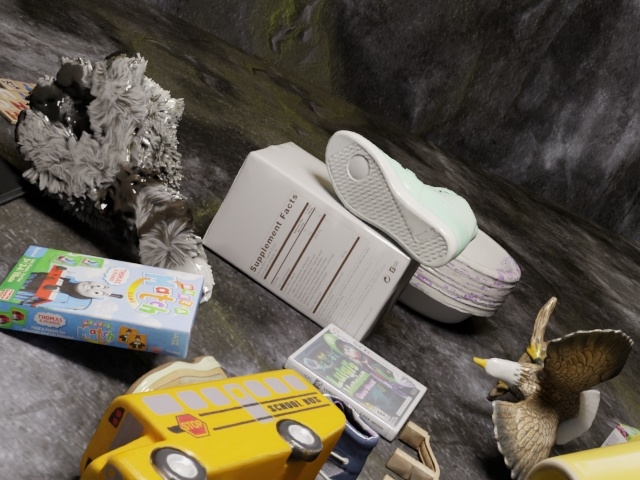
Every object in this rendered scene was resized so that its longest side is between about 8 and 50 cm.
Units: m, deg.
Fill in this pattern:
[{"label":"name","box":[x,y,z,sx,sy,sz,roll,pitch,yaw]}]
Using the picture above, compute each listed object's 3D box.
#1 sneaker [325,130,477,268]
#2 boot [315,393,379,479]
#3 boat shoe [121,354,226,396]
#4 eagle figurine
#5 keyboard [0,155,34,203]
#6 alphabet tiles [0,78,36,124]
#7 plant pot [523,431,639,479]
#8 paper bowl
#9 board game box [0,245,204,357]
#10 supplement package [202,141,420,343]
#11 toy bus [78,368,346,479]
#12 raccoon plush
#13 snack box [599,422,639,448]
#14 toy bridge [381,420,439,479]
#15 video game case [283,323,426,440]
[{"label":"sneaker","box":[0.123,-0.069,1.518,0.256,0.094,0.151,46,30,13]},{"label":"boot","box":[-0.016,0.199,1.167,0.190,0.086,0.069,39,20,25]},{"label":"boat shoe","box":[-0.144,0.170,1.086,0.072,0.068,0.190,47,21,13]},{"label":"eagle figurine","box":[0.326,0.219,1.472,0.225,0.227,0.298,-9,5,-4]},{"label":"keyboard","box":[-0.507,-0.092,1.272,0.201,0.033,0.317,38,17,2]},{"label":"alphabet tiles","box":[-0.465,-0.220,1.724,0.198,0.009,0.237,39,19,25]},{"label":"plant pot","box":[0.367,0.340,1.180,0.238,0.254,0.254,6,25,-19]},{"label":"paper bowl","box":[0.211,0.042,1.856,0.284,0.148,0.284,27,17,-9]},{"label":"board game box","box":[-0.245,0.066,1.147,0.211,0.039,0.160,11,20,-5]},{"label":"supplement package","box":[0.000,0.000,1.586,0.293,0.175,0.177,34,20,11]},{"label":"toy bus","box":[-0.105,0.207,0.964,0.130,0.108,0.332,39,20,27]},{"label":"raccoon plush","box":[-0.264,-0.069,1.482,0.299,0.216,0.447,31,38,-73]},{"label":"snack box","box":[0.562,0.391,1.593,0.174,0.070,0.207,21,19,-29]},{"label":"toy bridge","box":[0.113,0.282,1.246,0.063,0.026,0.188,33,18,5]},{"label":"video game case","box":[0.053,0.191,1.407,0.173,0.022,0.190,33,18,10]}]
